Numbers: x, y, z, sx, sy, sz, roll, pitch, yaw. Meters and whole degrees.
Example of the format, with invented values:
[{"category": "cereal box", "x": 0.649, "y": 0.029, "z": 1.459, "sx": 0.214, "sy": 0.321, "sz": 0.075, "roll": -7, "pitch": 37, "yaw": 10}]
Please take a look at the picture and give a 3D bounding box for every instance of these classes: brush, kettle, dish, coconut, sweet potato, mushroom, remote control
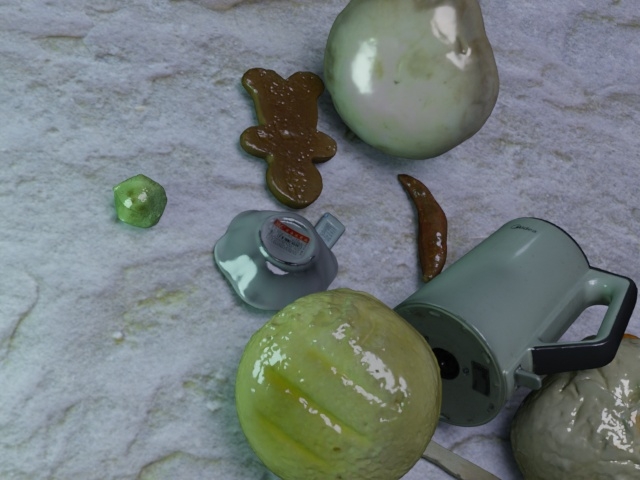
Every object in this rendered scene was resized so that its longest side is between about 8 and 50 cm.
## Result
[{"category": "brush", "x": 0.200, "y": 0.374, "z": 1.828, "sx": 0.336, "sy": 0.020, "sz": 0.085, "roll": 33, "pitch": 52, "yaw": -11}, {"category": "kettle", "x": 0.357, "y": 0.140, "z": 1.856, "sx": 0.376, "sy": 0.361, "sz": 0.250, "roll": -36, "pitch": 125, "yaw": -41}, {"category": "dish", "x": -0.065, "y": 0.016, "z": 1.815, "sx": 0.229, "sy": 0.081, "sz": 0.229, "roll": 12, "pitch": 51, "yaw": -15}, {"category": "coconut", "x": -0.306, "y": -0.068, "z": 1.748, "sx": 0.096, "sy": 0.088, "sz": 0.088, "roll": 25, "pitch": 55, "yaw": -22}, {"category": "sweet potato", "x": 0.210, "y": -0.026, "z": 2.031, "sx": 0.078, "sy": 0.058, "sz": 0.255, "roll": -4, "pitch": 60, "yaw": -9}, {"category": "mushroom", "x": 0.200, "y": -0.350, "z": 2.033, "sx": 0.353, "sy": 0.325, "sz": 0.353, "roll": 11, "pitch": 55, "yaw": -16}, {"category": "remote control", "x": 0.000, "y": 0.000, "z": 1.921, "sx": 0.053, "sy": 0.018, "sz": 0.124, "roll": 41, "pitch": 52, "yaw": -5}]

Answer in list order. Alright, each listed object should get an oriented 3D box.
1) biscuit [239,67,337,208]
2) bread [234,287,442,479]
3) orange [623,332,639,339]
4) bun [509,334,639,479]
[{"category": "biscuit", "x": -0.064, "y": -0.195, "z": 1.974, "sx": 0.197, "sy": 0.049, "sz": 0.301, "roll": 2, "pitch": 63, "yaw": -24}, {"category": "bread", "x": 0.026, "y": 0.242, "z": 1.626, "sx": 0.320, "sy": 0.320, "sz": 0.237, "roll": 48, "pitch": 30, "yaw": 2}, {"category": "orange", "x": 0.594, "y": 0.244, "z": 2.046, "sx": 0.135, "sy": 0.135, "sz": 0.117, "roll": -15, "pitch": 86, "yaw": -34}, {"category": "bun", "x": 0.526, "y": 0.340, "z": 1.853, "sx": 0.352, "sy": 0.227, "sz": 0.349, "roll": 10, "pitch": 81, "yaw": -9}]
